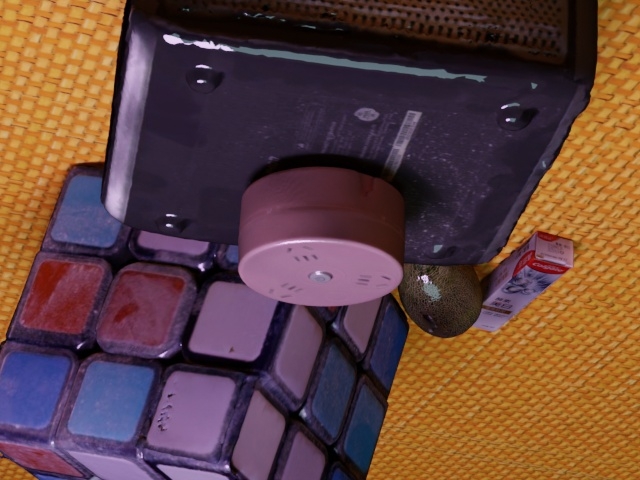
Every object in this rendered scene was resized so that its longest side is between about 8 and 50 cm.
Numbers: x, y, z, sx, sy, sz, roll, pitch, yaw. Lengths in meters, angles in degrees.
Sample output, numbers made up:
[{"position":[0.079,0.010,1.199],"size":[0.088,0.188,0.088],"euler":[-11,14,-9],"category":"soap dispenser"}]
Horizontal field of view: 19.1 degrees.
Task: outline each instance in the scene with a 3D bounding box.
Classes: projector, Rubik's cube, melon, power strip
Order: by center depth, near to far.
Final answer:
[{"position":[0.000,0.000,1.698],"size":[0.154,0.078,0.154],"euler":[0,155,0],"category":"power strip"},{"position":[0.019,-0.154,1.737],"size":[0.405,0.242,0.395],"euler":[7,153,-7],"category":"projector"},{"position":[-0.133,0.150,2.199],"size":[0.363,0.359,0.362],"euler":[8,158,28],"category":"Rubik's cube"},{"position":[0.144,0.058,2.307],"size":[0.099,0.099,0.162],"euler":[-5,149,17],"category":"melon"}]

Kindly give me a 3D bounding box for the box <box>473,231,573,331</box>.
[{"position":[0.240,0.053,2.345],"size":[0.055,0.040,0.218],"euler":[14,152,-15],"category":"box"}]
